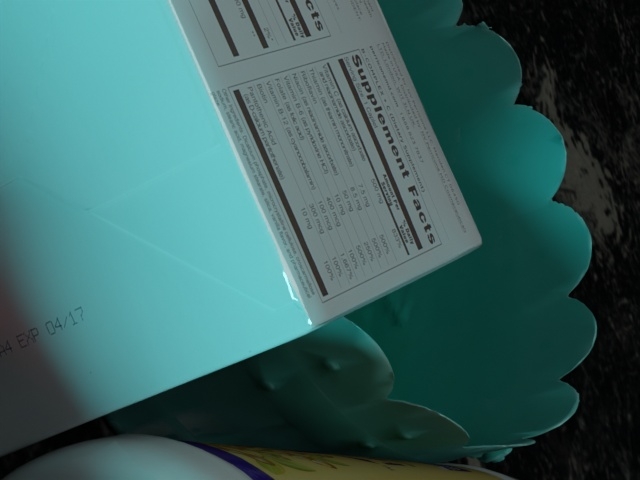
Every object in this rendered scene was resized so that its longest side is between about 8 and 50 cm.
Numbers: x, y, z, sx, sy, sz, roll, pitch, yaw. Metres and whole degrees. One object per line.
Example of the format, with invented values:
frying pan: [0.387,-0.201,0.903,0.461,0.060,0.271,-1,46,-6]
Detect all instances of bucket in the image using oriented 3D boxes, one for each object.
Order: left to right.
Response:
bucket: [0.000,0.000,0.994,0.281,0.183,0.281,30,49,-42]

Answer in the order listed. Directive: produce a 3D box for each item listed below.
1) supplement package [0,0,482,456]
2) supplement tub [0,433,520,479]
supplement package: [-0.103,-0.032,0.804,0.145,0.262,0.204,-24,90,-56]
supplement tub: [0.007,0.214,0.829,0.331,0.241,0.241,13,61,-50]
